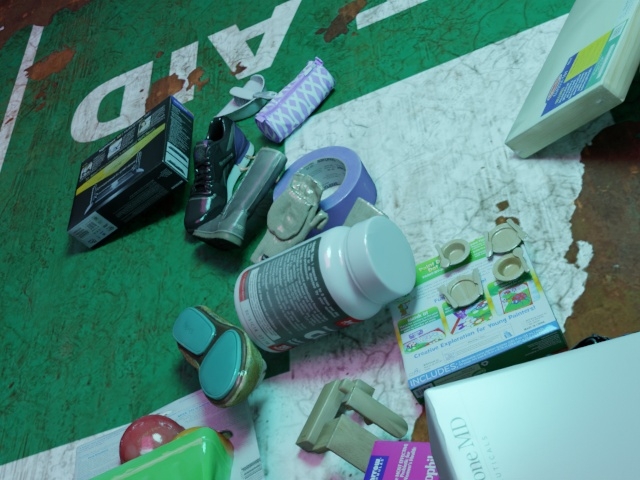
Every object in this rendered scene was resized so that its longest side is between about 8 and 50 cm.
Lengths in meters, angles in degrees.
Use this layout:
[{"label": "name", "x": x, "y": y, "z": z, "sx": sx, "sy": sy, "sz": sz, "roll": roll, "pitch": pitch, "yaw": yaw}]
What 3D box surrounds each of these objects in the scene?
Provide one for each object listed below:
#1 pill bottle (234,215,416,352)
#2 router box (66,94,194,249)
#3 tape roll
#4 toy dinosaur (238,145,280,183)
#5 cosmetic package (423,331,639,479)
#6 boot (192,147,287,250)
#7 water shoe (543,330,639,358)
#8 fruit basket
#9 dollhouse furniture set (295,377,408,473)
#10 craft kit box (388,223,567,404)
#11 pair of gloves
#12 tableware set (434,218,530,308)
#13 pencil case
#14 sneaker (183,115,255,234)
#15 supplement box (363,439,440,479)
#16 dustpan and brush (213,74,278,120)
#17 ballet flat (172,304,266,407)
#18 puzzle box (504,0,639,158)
[{"label": "pill bottle", "x": 0.007, "y": 0.073, "z": 1.640, "sx": 0.283, "sy": 0.161, "sz": 0.161, "roll": -24, "pitch": 39, "yaw": 34}, {"label": "router box", "x": -0.424, "y": -0.153, "z": 2.204, "sx": 0.308, "sy": 0.081, "sz": 0.243, "roll": -32, "pitch": 38, "yaw": 25}, {"label": "tape roll", "x": 0.009, "y": -0.090, "z": 1.912, "sx": 0.188, "sy": 0.080, "sz": 0.189, "roll": -19, "pitch": 42, "yaw": 18}, {"label": "toy dinosaur", "x": -0.122, "y": -0.153, "z": 2.074, "sx": 0.092, "sy": 0.053, "sz": 0.183, "roll": -23, "pitch": 39, "yaw": -4}, {"label": "cosmetic package", "x": 0.374, "y": 0.249, "z": 1.170, "sx": 0.453, "sy": 0.162, "sz": 0.230, "roll": -15, "pitch": 48, "yaw": -2}, {"label": "boot", "x": -0.162, "y": -0.084, "z": 1.966, "sx": 0.189, "sy": 0.076, "sz": 0.209, "roll": 2, "pitch": 67, "yaw": 55}, {"label": "water shoe", "x": 0.413, "y": 0.168, "z": 1.388, "sx": 0.203, "sy": 0.080, "sz": 0.073, "roll": -25, "pitch": 41, "yaw": 10}, {"label": "fruit basket", "x": -0.250, "y": 0.375, "z": 1.592, "sx": 0.327, "sy": 0.166, "sz": 0.353, "roll": -25, "pitch": 19, "yaw": -2}, {"label": "dollhouse furniture set", "x": 0.057, "y": 0.302, "z": 1.531, "sx": 0.144, "sy": 0.123, "sz": 0.151, "roll": -61, "pitch": 12, "yaw": -29}, {"label": "craft kit box", "x": 0.238, "y": 0.114, "z": 1.579, "sx": 0.249, "sy": 0.061, "sz": 0.247, "roll": -23, "pitch": 44, "yaw": 12}, {"label": "pair of gloves", "x": 0.000, "y": 0.000, "z": 1.786, "sx": 0.240, "sy": 0.042, "sz": 0.204, "roll": 26, "pitch": 98, "yaw": 31}, {"label": "tableware set", "x": 0.262, "y": 0.034, "z": 1.587, "sx": 0.168, "sy": 0.020, "sz": 0.141, "roll": -24, "pitch": 40, "yaw": 12}, {"label": "pencil case", "x": -0.055, "y": -0.308, "z": 2.162, "sx": 0.086, "sy": 0.088, "sz": 0.206, "roll": 35, "pitch": 73, "yaw": 21}, {"label": "sneaker", "x": -0.244, "y": -0.145, "z": 2.096, "sx": 0.107, "sy": 0.124, "sz": 0.283, "roll": -6, "pitch": 48, "yaw": 30}, {"label": "supplement box", "x": 0.176, "y": 0.351, "z": 1.339, "sx": 0.220, "sy": 0.114, "sz": 0.111, "roll": -6, "pitch": 46, "yaw": 31}, {"label": "dustpan and brush", "x": -0.156, "y": -0.331, "z": 2.272, "sx": 0.211, "sy": 0.060, "sz": 0.147, "roll": 20, "pitch": 63, "yaw": 44}, {"label": "ballet flat", "x": -0.154, "y": 0.201, "z": 1.663, "sx": 0.123, "sy": 0.123, "sz": 0.348, "roll": -41, "pitch": 25, "yaw": -8}, {"label": "puzzle box", "x": 0.496, "y": -0.350, "z": 1.767, "sx": 0.409, "sy": 0.052, "sz": 0.272, "roll": -60, "pitch": 13, "yaw": -27}]
